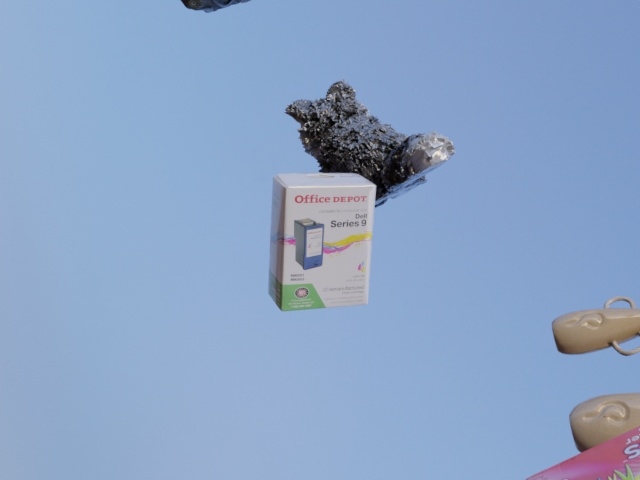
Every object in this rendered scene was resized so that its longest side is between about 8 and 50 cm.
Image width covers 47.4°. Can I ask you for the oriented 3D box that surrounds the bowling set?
[{"bbox_3d":[0.317,0.198,0.654,0.154,0.287,0.200,-14,-49,20],"label":"bowling set"}]

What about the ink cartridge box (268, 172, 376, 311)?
[{"bbox_3d":[0.000,0.000,1.201,0.093,0.154,0.212,-138,-131,-66],"label":"ink cartridge box"}]

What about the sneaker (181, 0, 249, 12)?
[{"bbox_3d":[-0.177,-0.436,1.154,0.087,0.130,0.227,62,-8,10],"label":"sneaker"}]

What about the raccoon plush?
[{"bbox_3d":[0.108,-0.238,1.505,0.446,0.216,0.299,-30,-96,56],"label":"raccoon plush"}]

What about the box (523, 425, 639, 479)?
[{"bbox_3d":[0.240,0.170,0.401,0.257,0.122,0.128,-31,-83,15],"label":"box"}]
